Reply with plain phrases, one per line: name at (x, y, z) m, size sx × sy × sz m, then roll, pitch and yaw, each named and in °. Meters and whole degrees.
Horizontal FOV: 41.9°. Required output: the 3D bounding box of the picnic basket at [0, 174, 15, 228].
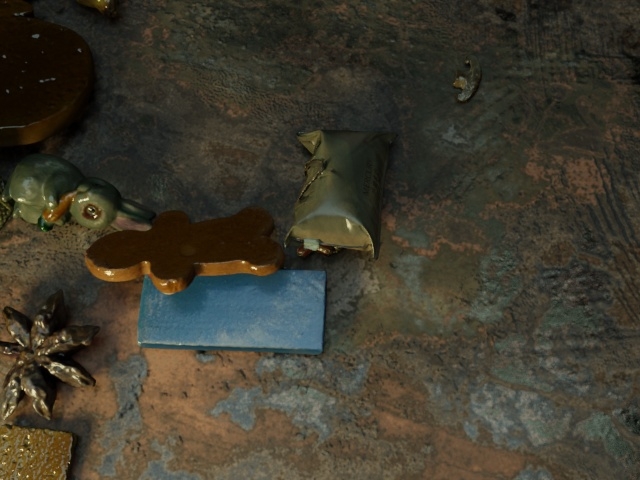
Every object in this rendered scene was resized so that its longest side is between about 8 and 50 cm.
picnic basket at (-0.629, -0.092, 1.431) m, size 0.134 × 0.196 × 0.154 m, roll 26°, pitch 73°, yaw 13°

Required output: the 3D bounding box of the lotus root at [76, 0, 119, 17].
lotus root at (-0.451, -0.531, 1.618) m, size 0.138 × 0.138 × 0.214 m, roll -28°, pitch 78°, yaw -7°

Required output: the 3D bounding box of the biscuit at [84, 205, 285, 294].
biscuit at (-0.229, 0.018, 1.403) m, size 0.324 × 0.049 × 0.205 m, roll -8°, pitch 37°, yaw -8°

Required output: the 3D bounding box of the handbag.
handbag at (0.029, -0.090, 1.426) m, size 0.183 × 0.117 × 0.270 m, roll 5°, pitch 59°, yaw 7°

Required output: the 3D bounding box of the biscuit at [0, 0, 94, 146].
biscuit at (-0.620, -0.315, 1.566) m, size 0.394 × 0.070 × 0.350 m, roll 11°, pitch 56°, yaw 2°

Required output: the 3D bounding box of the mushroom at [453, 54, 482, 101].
mushroom at (0.272, -0.299, 1.542) m, size 0.049 × 0.019 × 0.101 m, roll 11°, pitch 70°, yaw 9°

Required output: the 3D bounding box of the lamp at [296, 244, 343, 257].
lamp at (0.000, 0.000, 1.444) m, size 0.083 × 0.031 × 0.063 m, roll -2°, pitch 71°, yaw -1°

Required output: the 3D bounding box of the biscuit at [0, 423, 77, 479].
biscuit at (-0.468, 0.415, 1.321) m, size 0.131 × 0.026 × 0.236 m, roll 4°, pitch 70°, yaw 7°

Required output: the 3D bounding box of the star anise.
star anise at (-0.455, 0.186, 1.381) m, size 0.197 × 0.073 × 0.212 m, roll -21°, pitch 72°, yaw -2°

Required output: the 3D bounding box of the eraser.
eraser at (-0.146, 0.115, 1.402) m, size 0.312 × 0.042 × 0.144 m, roll 1°, pitch 70°, yaw 4°

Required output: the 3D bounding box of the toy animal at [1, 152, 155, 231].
toy animal at (-0.414, -0.075, 1.457) m, size 0.251 × 0.125 × 0.127 m, roll 10°, pitch 99°, yaw 1°
